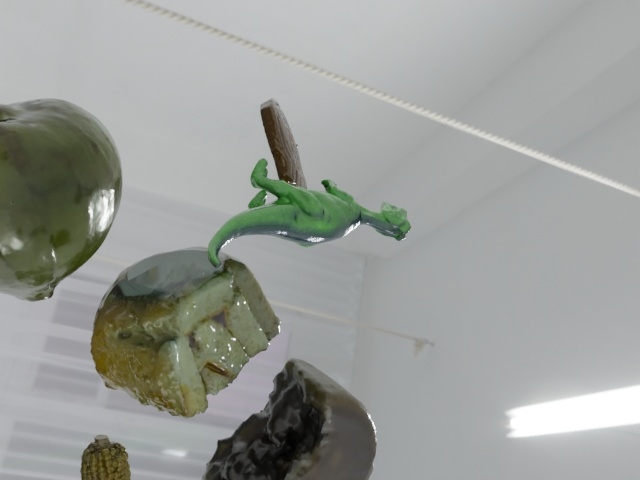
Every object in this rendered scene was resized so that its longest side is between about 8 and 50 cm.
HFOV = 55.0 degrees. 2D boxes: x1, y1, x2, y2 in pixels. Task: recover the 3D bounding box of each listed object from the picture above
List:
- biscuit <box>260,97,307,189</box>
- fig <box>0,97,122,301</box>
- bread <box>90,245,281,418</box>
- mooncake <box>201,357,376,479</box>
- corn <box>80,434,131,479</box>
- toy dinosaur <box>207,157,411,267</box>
[{"bbox_3d":[-0.079,-0.207,1.461,0.273,0.049,0.257,21,53,-82],"label":"biscuit"},{"bbox_3d":[-0.299,-0.029,0.627,0.203,0.203,0.225,-110,-163,-59],"label":"fig"},{"bbox_3d":[-0.262,0.143,1.284,0.395,0.240,0.263,-39,130,-50],"label":"bread"},{"bbox_3d":[-0.082,0.497,1.454,0.246,0.395,0.392,-148,-133,-62],"label":"mooncake"},{"bbox_3d":[-0.415,0.546,1.220,0.097,0.097,0.319,176,-93,-69],"label":"corn"},{"bbox_3d":[0.000,0.000,1.233,0.499,0.375,0.143,-75,-171,-59],"label":"toy dinosaur"}]
